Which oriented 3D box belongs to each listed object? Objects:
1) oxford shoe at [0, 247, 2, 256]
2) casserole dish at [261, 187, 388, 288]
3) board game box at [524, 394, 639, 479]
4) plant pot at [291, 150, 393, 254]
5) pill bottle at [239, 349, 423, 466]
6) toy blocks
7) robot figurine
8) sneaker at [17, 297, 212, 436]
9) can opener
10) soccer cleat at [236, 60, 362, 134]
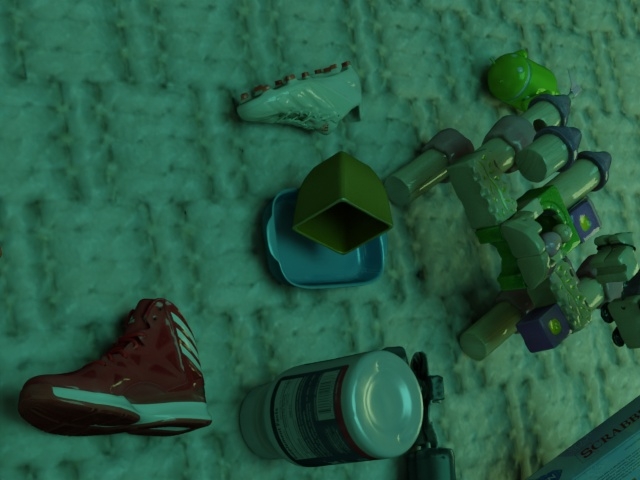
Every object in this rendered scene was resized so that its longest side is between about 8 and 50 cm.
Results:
[{"bbox_3d":[-0.387,-0.063,1.150,0.271,0.097,0.098,48,70,-18],"label":"oxford shoe"},{"bbox_3d":[0.000,0.000,1.527,0.188,0.037,0.114,-1,79,-45],"label":"casserole dish"},{"bbox_3d":[0.365,0.385,1.619,0.319,0.066,0.318,-36,109,0],"label":"board game box"},{"bbox_3d":[0.023,-0.048,1.485,0.081,0.081,0.083,26,48,-36],"label":"plant pot"},{"bbox_3d":[0.006,0.176,1.381,0.108,0.180,0.107,14,70,-41],"label":"pill bottle"},{"bbox_3d":[0.301,-0.036,1.632,0.260,0.309,0.288,-34,103,-37],"label":"toy blocks"},{"bbox_3d":[0.272,-0.211,1.826,0.115,0.067,0.101,19,39,-39],"label":"robot figurine"},{"bbox_3d":[-0.199,0.116,1.286,0.221,0.087,0.128,19,57,-53],"label":"sneaker"},{"bbox_3d":[0.111,0.262,1.551,0.093,0.074,0.280,-5,78,-10],"label":"can opener"},{"bbox_3d":[-0.015,-0.153,1.537,0.196,0.068,0.076,-22,97,-48],"label":"soccer cleat"}]
